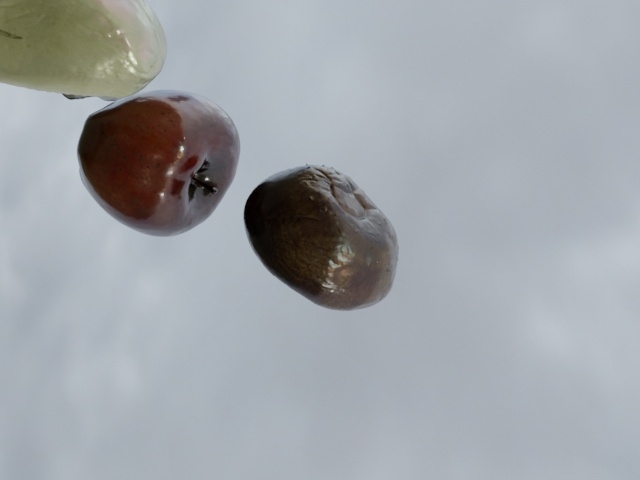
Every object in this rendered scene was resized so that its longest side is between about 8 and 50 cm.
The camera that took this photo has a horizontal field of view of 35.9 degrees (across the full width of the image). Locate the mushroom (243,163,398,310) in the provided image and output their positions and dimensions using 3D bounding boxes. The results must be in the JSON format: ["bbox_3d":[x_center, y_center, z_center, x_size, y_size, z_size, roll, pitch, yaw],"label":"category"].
[{"bbox_3d":[0.008,-0.012,1.322,0.231,0.194,0.138,36,-73,4],"label":"mushroom"}]

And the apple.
[{"bbox_3d":[-0.237,-0.115,1.431,0.234,0.234,0.234,-20,-118,41],"label":"apple"}]

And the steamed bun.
[{"bbox_3d":[-0.300,-0.258,1.158,0.170,0.238,0.153,-83,180,-66],"label":"steamed bun"}]

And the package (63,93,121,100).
[{"bbox_3d":[-0.489,-0.331,1.942,0.232,0.166,0.040,7,-121,46],"label":"package"}]
